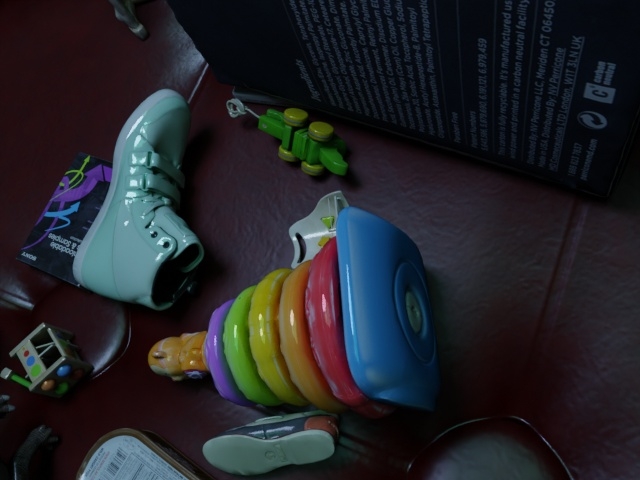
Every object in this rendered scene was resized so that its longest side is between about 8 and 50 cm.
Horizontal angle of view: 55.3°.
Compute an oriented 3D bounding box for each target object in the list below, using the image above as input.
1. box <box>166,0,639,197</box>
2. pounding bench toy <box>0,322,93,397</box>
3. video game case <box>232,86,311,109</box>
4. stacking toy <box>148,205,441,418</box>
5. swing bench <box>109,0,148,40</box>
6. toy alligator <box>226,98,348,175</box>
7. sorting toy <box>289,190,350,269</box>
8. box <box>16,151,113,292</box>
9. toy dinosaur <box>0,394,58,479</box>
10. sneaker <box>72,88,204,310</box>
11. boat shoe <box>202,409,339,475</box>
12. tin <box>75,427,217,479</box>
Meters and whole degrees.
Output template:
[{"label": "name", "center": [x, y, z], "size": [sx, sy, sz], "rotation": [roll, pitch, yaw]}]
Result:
[{"label": "box", "center": [0.146, -0.367, 0.608], "size": [0.471, 0.297, 0.480], "rotation": [21, 75, 24]}, {"label": "pounding bench toy", "center": [-0.314, 0.149, 0.693], "size": [0.083, 0.052, 0.065], "rotation": [-43, 62, -2]}, {"label": "video game case", "center": [-0.004, -0.252, 0.777], "size": [0.173, 0.022, 0.190], "rotation": [11, 71, 23]}, {"label": "stacking toy", "center": [-0.049, 0.097, 0.586], "size": [0.301, 0.175, 0.166], "rotation": [-15, 65, 25]}, {"label": "swing bench", "center": [-0.232, -0.456, 0.807], "size": [0.254, 0.253, 0.165], "rotation": [-31, 62, 3]}, {"label": "toy alligator", "center": [-0.030, -0.129, 0.720], "size": [0.189, 0.056, 0.051], "rotation": [34, 40, 28]}, {"label": "sorting toy", "center": [0.000, 0.000, 0.660], "size": [0.075, 0.045, 0.083], "rotation": [-15, 62, 20]}, {"label": "box", "center": [-0.300, -0.027, 0.775], "size": [0.116, 0.029, 0.162], "rotation": [18, 76, 24]}, {"label": "toy dinosaur", "center": [-0.351, 0.226, 0.587], "size": [0.121, 0.314, 0.160], "rotation": [-16, 26, 0]}, {"label": "sneaker", "center": [-0.171, -0.044, 0.701], "size": [0.151, 0.094, 0.256], "rotation": [17, 84, 30]}, {"label": "boat shoe", "center": [-0.047, 0.192, 0.593], "size": [0.137, 0.049, 0.043], "rotation": [-13, 22, 15]}, {"label": "tin", "center": [-0.166, 0.262, 0.602], "size": [0.189, 0.040, 0.106], "rotation": [24, 80, 28]}]
